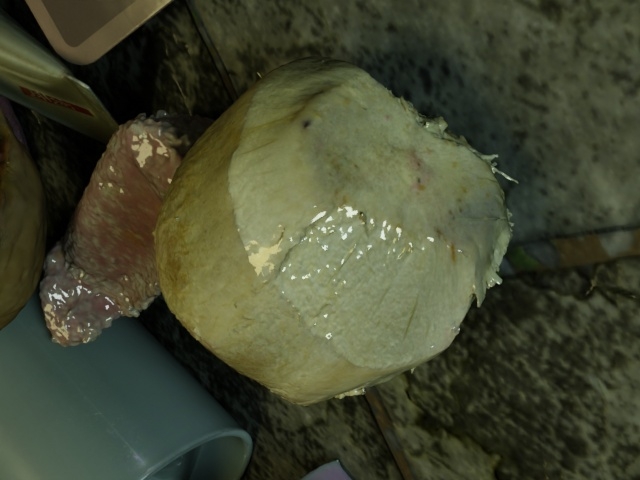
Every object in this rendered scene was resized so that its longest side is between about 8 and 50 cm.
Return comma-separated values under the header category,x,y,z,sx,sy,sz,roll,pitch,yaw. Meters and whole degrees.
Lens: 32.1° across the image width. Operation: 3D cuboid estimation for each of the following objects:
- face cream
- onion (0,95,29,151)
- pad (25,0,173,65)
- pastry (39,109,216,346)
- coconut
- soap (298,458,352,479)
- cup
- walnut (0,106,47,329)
category,x,y,z,sx,sy,sz,roll,pitch,yaw
face cream,-0.285,-0.169,0.882,0.341,0.084,0.137,32,168,18
onion,-0.392,-0.147,1.037,0.227,0.120,0.284,8,121,42
pad,-0.181,-0.264,0.743,0.176,0.002,0.266,-28,94,34
pastry,-0.130,-0.016,0.832,0.103,0.112,0.265,50,138,-2
coconut,-0.003,-0.001,0.628,0.194,0.194,0.194,30,136,34
soap,-0.069,0.302,0.923,0.081,0.181,0.259,50,143,18
cup,-0.234,0.142,0.985,0.312,0.205,0.205,42,142,23
walnut,-0.288,-0.014,0.872,0.204,0.141,0.238,16,93,32
